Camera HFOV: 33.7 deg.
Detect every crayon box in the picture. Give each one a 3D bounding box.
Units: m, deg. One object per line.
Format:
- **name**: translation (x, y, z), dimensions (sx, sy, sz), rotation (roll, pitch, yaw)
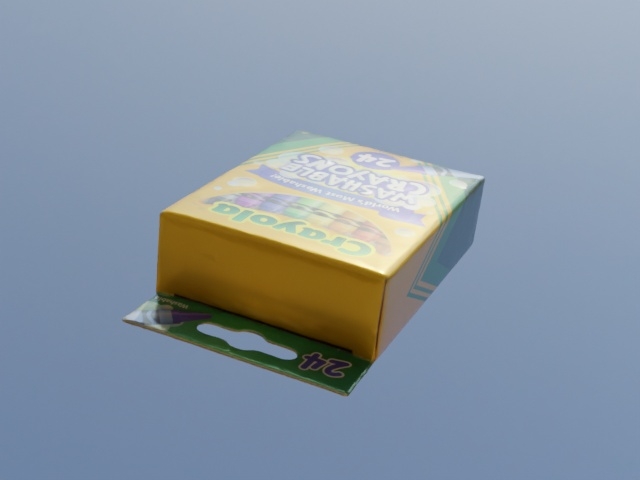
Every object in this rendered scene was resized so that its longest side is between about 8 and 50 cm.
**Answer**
- **crayon box**: translation (0.000, 0.000, 0.929), dimensions (0.203, 0.323, 0.083), rotation (16, -63, 19)
